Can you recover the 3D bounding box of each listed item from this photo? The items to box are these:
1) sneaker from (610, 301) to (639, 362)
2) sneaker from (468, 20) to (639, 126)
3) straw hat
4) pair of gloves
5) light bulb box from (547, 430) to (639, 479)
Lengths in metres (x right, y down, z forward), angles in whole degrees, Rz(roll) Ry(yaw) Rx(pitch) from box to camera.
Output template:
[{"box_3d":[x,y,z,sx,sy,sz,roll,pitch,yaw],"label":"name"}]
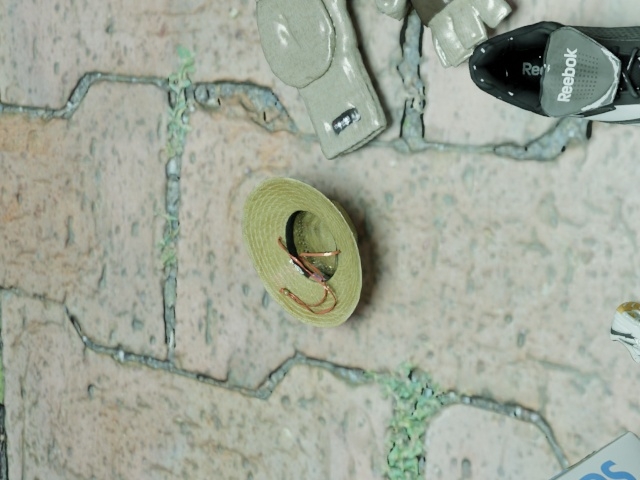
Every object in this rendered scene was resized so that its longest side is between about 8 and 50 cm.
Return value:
[{"box_3d":[0.255,0.082,0.894,0.083,0.032,0.037,41,133,32],"label":"sneaker"},{"box_3d":[0.207,-0.117,0.849,0.234,0.106,0.078,10,103,37],"label":"sneaker"},{"box_3d":[0.000,0.000,1.057,0.144,0.061,0.144,22,127,33],"label":"straw hat"},{"box_3d":[0.044,-0.209,1.006,0.240,0.042,0.204,-39,76,37],"label":"pair of gloves"},{"box_3d":[0.206,0.399,0.830,0.361,0.225,0.358,45,127,25],"label":"light bulb box"}]
